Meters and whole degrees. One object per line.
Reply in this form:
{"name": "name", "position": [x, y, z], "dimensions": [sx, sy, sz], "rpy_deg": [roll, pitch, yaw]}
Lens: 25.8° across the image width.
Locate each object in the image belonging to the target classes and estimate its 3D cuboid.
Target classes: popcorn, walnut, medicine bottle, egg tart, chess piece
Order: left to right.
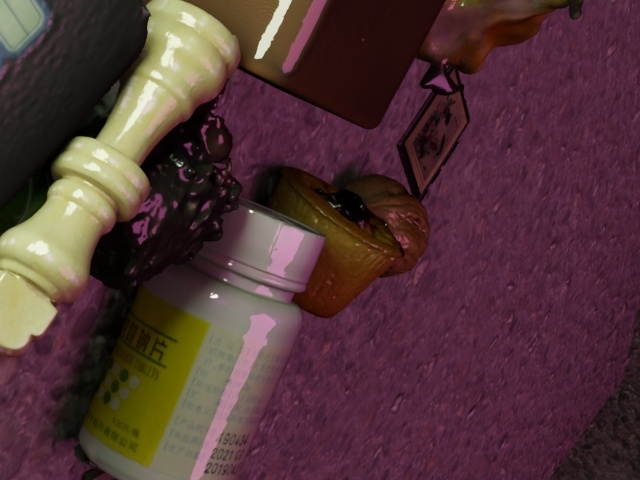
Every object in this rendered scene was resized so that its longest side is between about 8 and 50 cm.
{"name": "chess piece", "position": [-0.222, -0.058, 1.376], "dimensions": [0.397, 0.117, 0.117], "rpy_deg": [-60, 155, -22]}
{"name": "medicine bottle", "position": [-0.147, 0.133, 1.782], "dimensions": [0.213, 0.214, 0.378], "rpy_deg": [17, 97, -65]}
{"name": "egg tart", "position": [0.000, 0.000, 1.987], "dimensions": [0.170, 0.215, 0.215], "rpy_deg": [-53, 157, 11]}
{"name": "walnut", "position": [0.091, -0.023, 2.182], "dimensions": [0.155, 0.155, 0.184], "rpy_deg": [-61, 155, -8]}
{"name": "popcorn", "position": [0.210, -0.378, 1.995], "dimensions": [0.316, 0.280, 0.297], "rpy_deg": [-19, 151, -3]}

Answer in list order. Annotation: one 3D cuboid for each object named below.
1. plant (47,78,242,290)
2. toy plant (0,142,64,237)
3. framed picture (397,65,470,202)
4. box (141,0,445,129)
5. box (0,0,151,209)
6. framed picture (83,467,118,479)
{"name": "plant", "position": [-0.197, -0.064, 1.553], "dimensions": [0.234, 0.178, 0.204], "rpy_deg": [-49, 146, -38]}
{"name": "toy plant", "position": [-0.313, -0.077, 1.414], "dimensions": [0.093, 0.093, 0.162], "rpy_deg": [-17, 129, -58]}
{"name": "framed picture", "position": [0.201, -0.186, 2.406], "dimensions": [0.199, 0.010, 0.195], "rpy_deg": [-57, 154, -18]}
{"name": "box", "position": [-0.025, -0.291, 1.615], "dimensions": [0.229, 0.239, 0.339], "rpy_deg": [-64, 155, 4]}
{"name": "box", "position": [-0.334, -0.179, 1.210], "dimensions": [0.350, 0.091, 0.359], "rpy_deg": [-52, 141, -16]}
{"name": "framed picture", "position": [-0.255, 0.392, 2.033], "dimensions": [0.324, 0.020, 0.240], "rpy_deg": [-17, 127, -58]}
